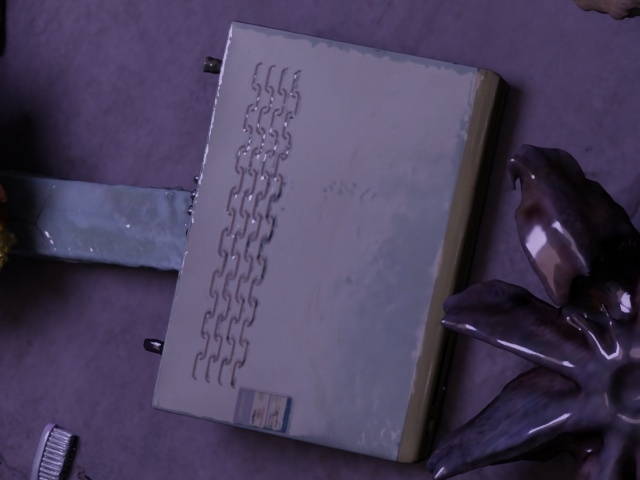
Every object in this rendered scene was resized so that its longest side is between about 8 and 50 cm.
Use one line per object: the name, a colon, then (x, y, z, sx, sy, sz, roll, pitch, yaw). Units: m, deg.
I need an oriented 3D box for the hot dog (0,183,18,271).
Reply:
hot dog: (-0.298, -0.054, 1.358, 0.146, 0.103, 0.213, -16, 99, 29)

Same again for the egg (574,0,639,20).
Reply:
egg: (0.222, -0.262, 1.114, 0.310, 0.279, 0.279, -9, 80, 11)

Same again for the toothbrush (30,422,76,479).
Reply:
toothbrush: (-0.231, 0.275, 1.426, 0.025, 0.020, 0.286, 17, 92, 21)

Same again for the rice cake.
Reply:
rice cake: (-0.213, -0.019, 1.425, 0.336, 0.063, 0.066, 5, 85, 29)

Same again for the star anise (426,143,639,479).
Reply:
star anise: (0.219, 0.095, 1.166, 0.316, 0.139, 0.359, -28, 88, 30)

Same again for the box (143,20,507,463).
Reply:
box: (0.000, 0.000, 1.293, 0.211, 0.045, 0.270, 10, 90, 7)
